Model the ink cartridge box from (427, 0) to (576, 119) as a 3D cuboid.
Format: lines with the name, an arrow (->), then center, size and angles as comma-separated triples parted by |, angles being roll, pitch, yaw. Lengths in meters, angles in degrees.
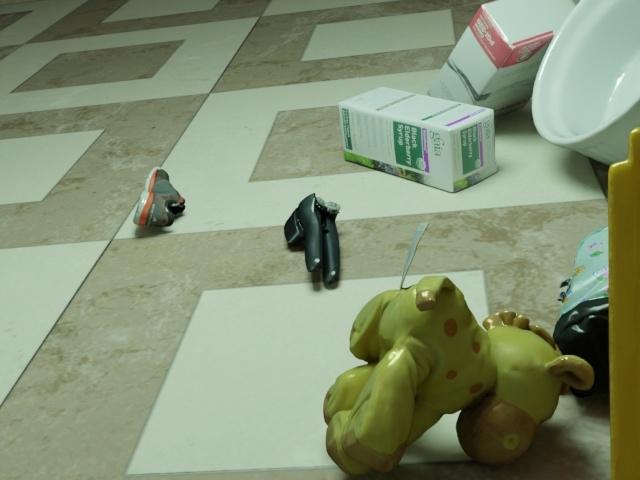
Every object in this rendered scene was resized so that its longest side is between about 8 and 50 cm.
ink cartridge box -> 0.281, -0.275, 1.432 | 0.158, 0.218, 0.092 | -22, 70, -26

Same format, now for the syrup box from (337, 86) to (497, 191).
syrup box -> 0.138, -0.152, 1.363 | 0.096, 0.093, 0.236 | -25, 30, -31

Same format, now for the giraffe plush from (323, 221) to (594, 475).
giraffe plush -> 0.118, 0.113, 0.774 | 0.170, 0.210, 0.181 | 23, 11, -9

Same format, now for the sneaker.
sneaker -> -0.225, -0.054, 1.342 | 0.064, 0.061, 0.158 | 17, 25, -9

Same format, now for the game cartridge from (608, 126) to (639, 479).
game cartridge -> 0.368, 0.058, 0.651 | 0.323, 0.286, 0.052 | -1, 1, 16

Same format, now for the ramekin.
ramekin -> 0.419, -0.221, 1.224 | 0.135, 0.277, 0.277 | 26, 16, -21

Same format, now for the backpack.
backpack -> 0.291, 0.058, 0.858 | 0.151, 0.115, 0.182 | 0, 24, 22

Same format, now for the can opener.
can opener -> 0.000, 0.000, 1.154 | 0.059, 0.073, 0.186 | 25, 20, -21
